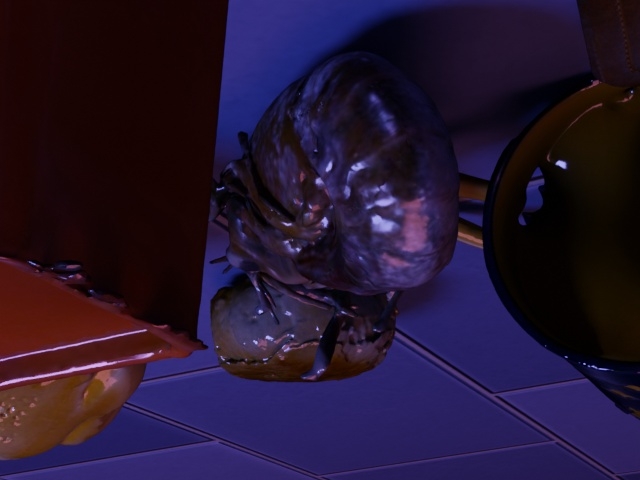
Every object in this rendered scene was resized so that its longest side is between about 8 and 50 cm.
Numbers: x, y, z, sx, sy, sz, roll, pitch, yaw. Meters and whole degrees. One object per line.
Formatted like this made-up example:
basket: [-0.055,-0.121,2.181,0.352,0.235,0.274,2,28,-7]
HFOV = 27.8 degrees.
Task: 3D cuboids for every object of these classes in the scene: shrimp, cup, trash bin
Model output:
shrimp: [0.002,-0.007,0.774,0.116,0.145,0.343,-34,179,-20]
cup: [0.194,-0.004,0.827,0.178,0.255,0.256,-45,152,3]
trash bin: [-0.101,-0.076,0.444,0.184,0.238,0.161,-14,155,23]

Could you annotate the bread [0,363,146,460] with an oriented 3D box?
bread: [-0.256,0.048,0.755,0.311,0.121,0.173,13,138,-30]

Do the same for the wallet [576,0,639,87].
wallet: [0.253,-0.131,0.621,0.255,0.031,0.137,-9,157,15]

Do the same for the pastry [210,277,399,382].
pastry: [-0.015,0.071,1.019,0.153,0.081,0.153,-6,158,-3]
